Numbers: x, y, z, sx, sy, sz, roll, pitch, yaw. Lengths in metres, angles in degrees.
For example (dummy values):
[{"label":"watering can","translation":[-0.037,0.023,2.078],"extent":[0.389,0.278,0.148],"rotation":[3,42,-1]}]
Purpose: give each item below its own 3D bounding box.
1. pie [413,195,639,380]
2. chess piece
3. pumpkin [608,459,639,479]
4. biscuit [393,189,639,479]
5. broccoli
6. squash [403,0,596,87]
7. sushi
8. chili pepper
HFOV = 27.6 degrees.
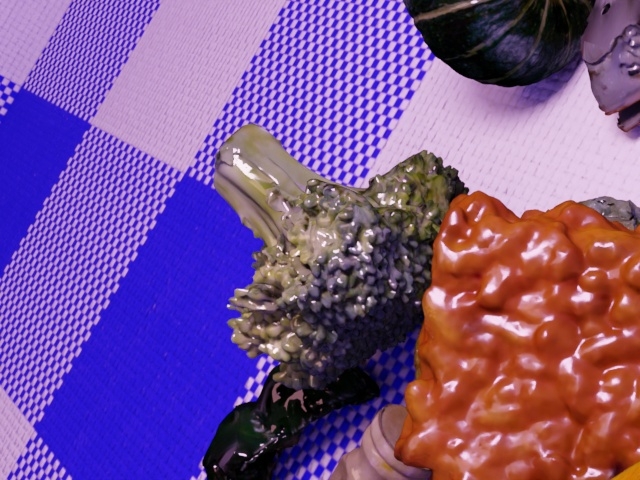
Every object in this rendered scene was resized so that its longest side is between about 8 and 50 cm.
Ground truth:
[{"label":"pie","translation":[0.225,0.103,1.317],"extent":[0.288,0.103,0.355],"rotation":[-28,42,29]},{"label":"chess piece","translation":[0.048,0.276,1.451],"extent":[0.200,0.090,0.090],"rotation":[-52,31,31]},{"label":"pumpkin","translation":[0.224,0.336,0.981],"extent":[0.242,0.232,0.325],"rotation":[-36,-11,-50]},{"label":"biscuit","translation":[0.230,0.125,1.142],"extent":[0.312,0.110,0.318],"rotation":[11,90,19]},{"label":"broccoli","translation":[0.018,0.015,1.489],"extent":[0.317,0.338,0.277],"rotation":[53,125,36]},{"label":"squash","translation":[0.216,-0.307,1.534],"extent":[0.165,0.252,0.252],"rotation":[2,65,52]},{"label":"sushi","translation":[0.370,-0.285,1.412],"extent":[0.124,0.130,0.332],"rotation":[1,66,54]},{"label":"chili pepper","translation":[-0.061,0.226,1.592],"extent":[0.264,0.116,0.148],"rotation":[-51,30,11]}]
